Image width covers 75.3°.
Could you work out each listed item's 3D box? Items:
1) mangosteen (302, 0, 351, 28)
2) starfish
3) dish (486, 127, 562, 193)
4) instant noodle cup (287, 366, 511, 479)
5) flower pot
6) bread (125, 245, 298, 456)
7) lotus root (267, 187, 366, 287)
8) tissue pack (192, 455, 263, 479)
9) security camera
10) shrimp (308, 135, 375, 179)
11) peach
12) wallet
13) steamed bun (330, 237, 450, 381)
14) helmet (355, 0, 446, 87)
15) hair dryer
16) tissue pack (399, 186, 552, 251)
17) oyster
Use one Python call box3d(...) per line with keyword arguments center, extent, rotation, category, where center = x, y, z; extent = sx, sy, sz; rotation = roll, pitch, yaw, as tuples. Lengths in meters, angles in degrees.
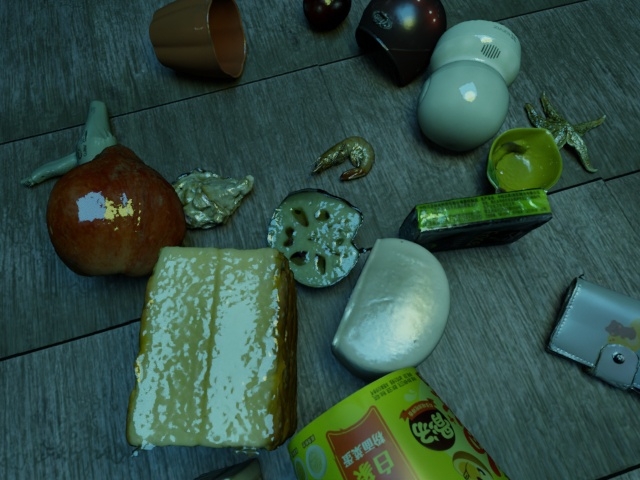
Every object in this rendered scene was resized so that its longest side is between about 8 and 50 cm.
box3d(center=(0.015, -0.603, 1.024), extent=(0.140, 0.140, 0.140), rotation=(0, 69, 1), category="mangosteen")
box3d(center=(0.553, -0.247, 0.934), extent=(0.216, 0.050, 0.224), rotation=(-24, 75, -16), category="starfish")
box3d(center=(0.412, -0.147, 0.874), extent=(0.149, 0.080, 0.208), rotation=(41, 73, 11), category="dish")
box3d(center=(0.102, 0.339, 0.589), extent=(0.311, 0.311, 0.221), rotation=(-29, 61, -10), category="instant noodle cup")
box3d(center=(-0.288, -0.472, 0.964), extent=(0.173, 0.191, 0.191), rotation=(2, 69, 13), category="flower pot")
box3d(center=(-0.142, 0.174, 0.654), extent=(0.207, 0.279, 0.279), rotation=(-2, 72, 1), category="bread")
box3d(center=(-0.004, -0.002, 0.828), extent=(0.203, 0.078, 0.183), rotation=(34, 87, 20), category="lotus root")
box3d(center=(-0.136, 0.430, 0.582), extent=(0.124, 0.225, 0.185), rotation=(-15, 69, -5), category="tissue pack")
box3d(center=(0.310, -0.308, 0.882), extent=(0.194, 0.194, 0.236), rotation=(15, 76, 7), category="security camera")
box3d(center=(0.051, -0.168, 0.916), extent=(0.162, 0.045, 0.095), rotation=(-34, 93, -17), category="shrimp")
box3d(center=(-0.375, -0.058, 0.776), extent=(0.232, 0.232, 0.257), rotation=(4, 86, 2), category="peach")
box3d(center=(0.544, 0.179, 0.752), extent=(0.231, 0.069, 0.170), rotation=(24, 89, 13), category="wallet")
box3d(center=(0.133, 0.131, 0.734), extent=(0.164, 0.146, 0.242), rotation=(21, 69, 12), category="steamed bun")
box3d(center=(0.191, -0.488, 0.965), extent=(0.216, 0.193, 0.189), rotation=(-25, 66, -40), category="helmet")
box3d(center=(-0.542, -0.218, 0.932), extent=(0.224, 0.088, 0.219), rotation=(-3, 61, 16), category="hair dryer")
box3d(center=(0.277, -0.030, 0.781), extent=(0.235, 0.173, 0.073), rotation=(-7, 75, -2), category="tissue pack")
box3d(center=(-0.234, -0.102, 0.869), extent=(0.191, 0.081, 0.163), rotation=(-30, 67, -14), category="oyster")
